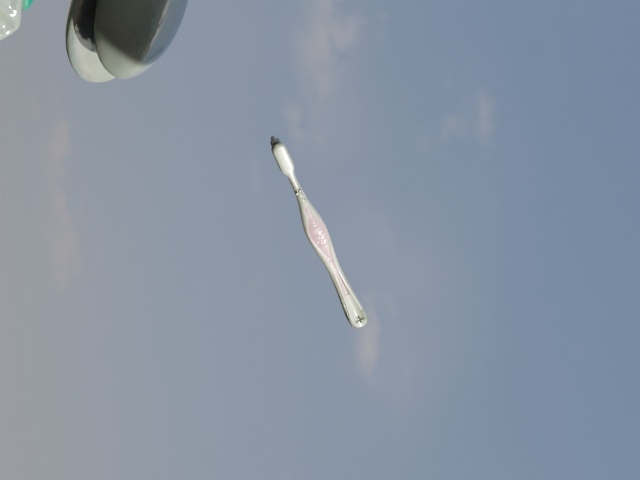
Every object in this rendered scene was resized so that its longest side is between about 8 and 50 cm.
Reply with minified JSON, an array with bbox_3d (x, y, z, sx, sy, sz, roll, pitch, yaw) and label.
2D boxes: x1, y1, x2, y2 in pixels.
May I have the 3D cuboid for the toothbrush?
[{"bbox_3d":[0.000,0.000,0.975,0.022,0.017,0.204,-113,179,-53],"label":"toothbrush"}]

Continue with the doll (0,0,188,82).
[{"bbox_3d":[-0.148,-0.211,0.694,0.153,0.195,0.258,49,-58,48],"label":"doll"}]
